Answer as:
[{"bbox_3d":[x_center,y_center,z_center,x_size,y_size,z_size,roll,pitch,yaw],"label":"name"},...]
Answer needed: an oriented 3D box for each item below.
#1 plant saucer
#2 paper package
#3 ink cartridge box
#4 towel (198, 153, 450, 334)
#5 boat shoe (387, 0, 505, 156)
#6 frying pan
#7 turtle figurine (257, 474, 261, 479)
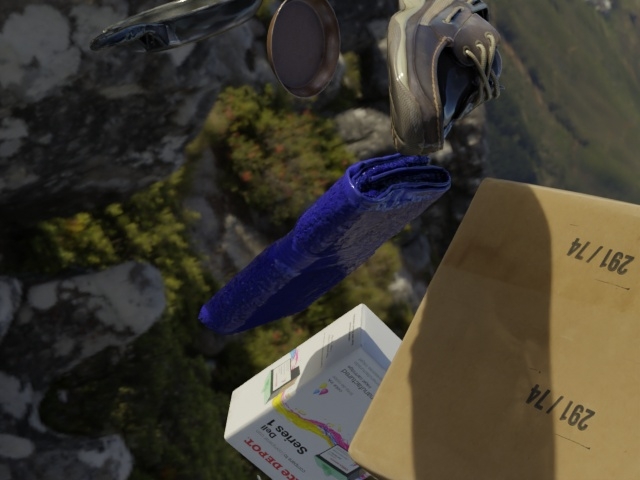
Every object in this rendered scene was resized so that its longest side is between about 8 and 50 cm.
[{"bbox_3d":[-0.031,-0.310,1.633,0.168,0.029,0.169,-14,108,-48],"label":"plant saucer"},{"bbox_3d":[0.235,0.127,0.847,0.168,0.324,0.310,39,73,-39],"label":"paper package"},{"bbox_3d":[0.022,0.258,1.562,0.201,0.278,0.117,44,25,-21],"label":"ink cartridge box"},{"bbox_3d":[0.000,0.000,1.307,0.227,0.308,0.076,-12,65,-55],"label":"towel"},{"bbox_3d":[0.150,-0.216,1.209,0.355,0.130,0.132,-78,164,-53],"label":"boat shoe"},{"bbox_3d":[-0.142,-0.240,1.123,0.326,0.197,0.053,-117,-171,-70],"label":"frying pan"},{"bbox_3d":[-0.093,0.375,1.185,0.118,0.175,0.234,59,22,-31],"label":"turtle figurine"}]
